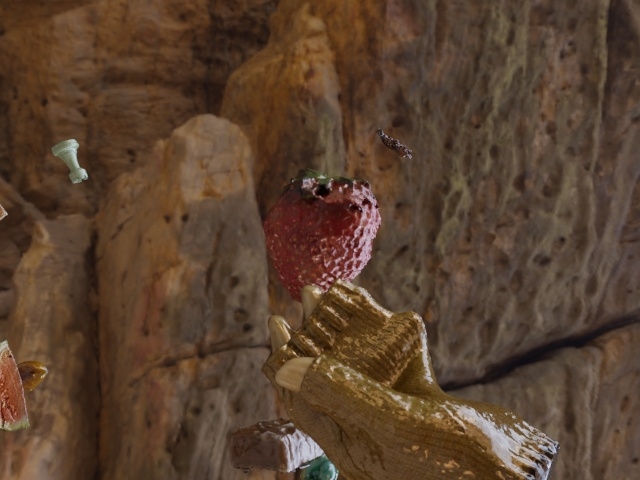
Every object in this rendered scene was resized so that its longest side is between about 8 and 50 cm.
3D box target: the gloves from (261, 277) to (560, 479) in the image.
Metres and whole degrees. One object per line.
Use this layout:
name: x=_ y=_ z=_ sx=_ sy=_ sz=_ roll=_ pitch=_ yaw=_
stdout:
gloves: x=0.077 y=0.183 z=0.684 sx=0.356 sy=0.203 sz=0.155 roll=37 pitch=-65 yaw=21

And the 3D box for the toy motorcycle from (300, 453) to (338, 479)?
toy motorcycle: x=-0.006 y=0.561 z=1.620 sx=0.198 sy=0.109 sz=0.296 roll=125 pitch=-19 yaw=-58

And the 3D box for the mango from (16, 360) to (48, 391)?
mango: x=-0.758 y=0.348 z=1.657 sx=0.127 sy=0.077 sz=0.063 roll=-28 pitch=-140 yaw=28

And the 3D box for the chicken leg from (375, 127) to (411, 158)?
chicken leg: x=0.129 y=-0.173 z=1.142 sx=0.021 sy=0.083 sz=0.036 roll=-53 pitch=-165 yaw=5

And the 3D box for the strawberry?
strawberry: x=0.000 y=0.000 z=1.343 sx=0.250 sy=0.239 sz=0.288 roll=-25 pitch=124 yaw=-74

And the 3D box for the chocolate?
chocolate: x=-0.088 y=0.440 z=1.395 sx=0.214 sy=0.149 sz=0.093 roll=8 pitch=80 yaw=-67

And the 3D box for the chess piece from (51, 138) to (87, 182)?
chess piece: x=-0.636 y=-0.200 z=1.633 sx=0.103 sy=0.067 sz=0.067 roll=65 pitch=-19 yaw=-3

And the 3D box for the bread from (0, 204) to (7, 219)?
bread: x=-0.694 y=-0.057 z=1.277 sx=0.035 sy=0.094 sz=0.090 roll=-9 pitch=-56 yaw=39

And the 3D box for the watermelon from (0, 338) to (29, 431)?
watermelon: x=-0.570 y=0.261 z=1.095 sx=0.069 sy=0.087 sz=0.163 roll=-46 pitch=124 yaw=-80
